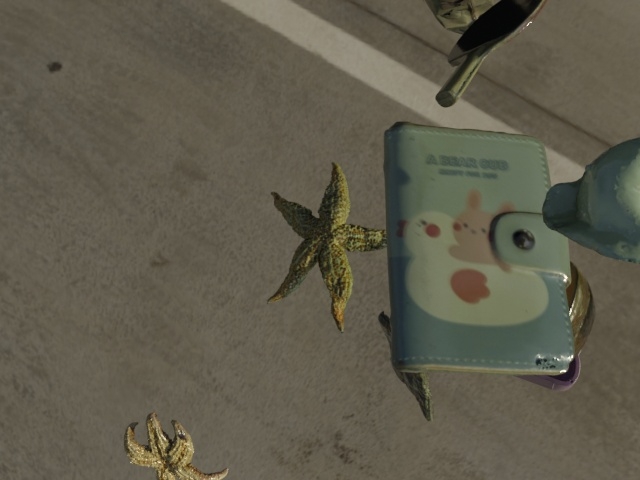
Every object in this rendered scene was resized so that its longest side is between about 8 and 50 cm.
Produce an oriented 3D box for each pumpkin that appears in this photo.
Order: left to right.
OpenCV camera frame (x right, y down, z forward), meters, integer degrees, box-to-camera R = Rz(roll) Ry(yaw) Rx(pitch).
[{"bbox_3d":[0.477,0.117,1.258,0.130,0.149,0.254,26,40,-11],"label":"pumpkin"}]

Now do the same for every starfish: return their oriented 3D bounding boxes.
[{"bbox_3d":[-0.303,0.456,1.394,0.216,0.238,0.071,14,42,6],"label":"starfish"},{"bbox_3d":[-0.002,-0.002,1.421,0.358,0.078,0.347,31,81,25],"label":"starfish"}]

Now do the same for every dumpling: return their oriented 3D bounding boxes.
[{"bbox_3d":[0.342,-0.030,0.686,0.219,0.108,0.152,-13,64,13],"label":"dumpling"}]

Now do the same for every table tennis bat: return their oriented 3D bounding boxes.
[{"bbox_3d":[0.206,-0.249,0.834,0.022,0.138,0.246,47,57,-19],"label":"table tennis bat"}]

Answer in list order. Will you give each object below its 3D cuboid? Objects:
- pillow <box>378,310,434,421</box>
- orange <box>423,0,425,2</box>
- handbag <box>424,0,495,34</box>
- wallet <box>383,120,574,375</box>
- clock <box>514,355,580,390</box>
[{"bbox_3d":[0.207,0.297,1.593,0.034,0.255,0.189,-27,44,-8],"label":"pillow"},{"bbox_3d":[0.281,-0.576,1.489,0.136,0.135,0.117,14,44,-7],"label":"orange"},{"bbox_3d":[0.195,-0.430,1.030,0.117,0.270,0.182,-29,56,8],"label":"handbag"},{"bbox_3d":[0.209,0.006,0.894,0.252,0.083,0.360,5,65,-7],"label":"wallet"},{"bbox_3d":[0.443,0.232,1.346,0.153,0.050,0.110,18,65,23],"label":"clock"}]
